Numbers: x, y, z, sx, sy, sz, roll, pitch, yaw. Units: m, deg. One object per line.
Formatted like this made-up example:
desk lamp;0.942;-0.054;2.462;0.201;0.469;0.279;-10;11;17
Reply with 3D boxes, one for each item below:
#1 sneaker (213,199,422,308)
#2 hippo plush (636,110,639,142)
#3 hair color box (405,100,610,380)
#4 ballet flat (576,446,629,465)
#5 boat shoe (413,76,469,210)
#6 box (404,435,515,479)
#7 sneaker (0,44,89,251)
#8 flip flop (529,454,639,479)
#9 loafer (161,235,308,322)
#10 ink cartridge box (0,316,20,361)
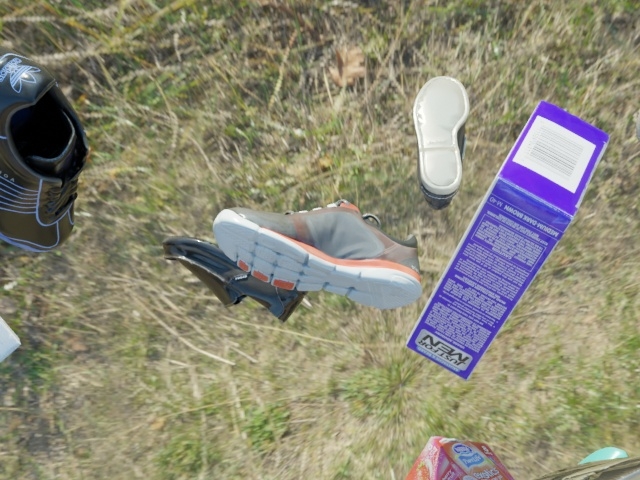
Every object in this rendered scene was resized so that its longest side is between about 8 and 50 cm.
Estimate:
sneaker;0.000;0.000;0.684;0.158;0.061;0.065;19;59;-15
hippo plush;0.314;-0.047;0.458;0.234;0.294;0.236;-17;37;-9
hair color box;0.238;0.008;1.236;0.110;0.339;0.185;30;47;7
ballet flat;0.265;0.338;1.071;0.083;0.087;0.247;47;112;34
boat shoe;0.159;-0.132;1.270;0.075;0.065;0.206;4;55;4
box;0.181;0.435;1.422;0.122;0.128;0.257;14;113;-32
sneaker;-0.221;-0.055;0.731;0.090;0.232;0.081;22;62;17
flip flop;0.218;0.157;0.532;0.277;0.112;0.080;3;70;-29
loafer;-0.127;0.054;1.319;0.220;0.080;0.078;21;88;9
ink cartridge box;-0.416;0.140;1.111;0.122;0.088;0.052;-43;102;-14
